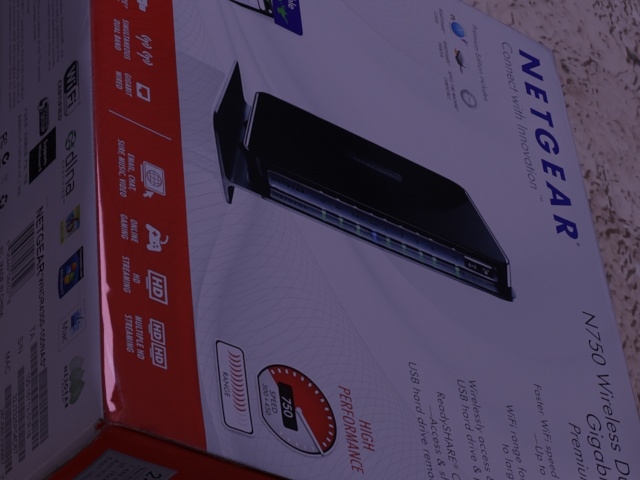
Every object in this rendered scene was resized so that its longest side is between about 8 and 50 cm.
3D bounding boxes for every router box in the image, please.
[{"bbox_3d":[0.000,0.000,0.873,0.301,0.082,0.335,22,44,-33],"label":"router box"}]
